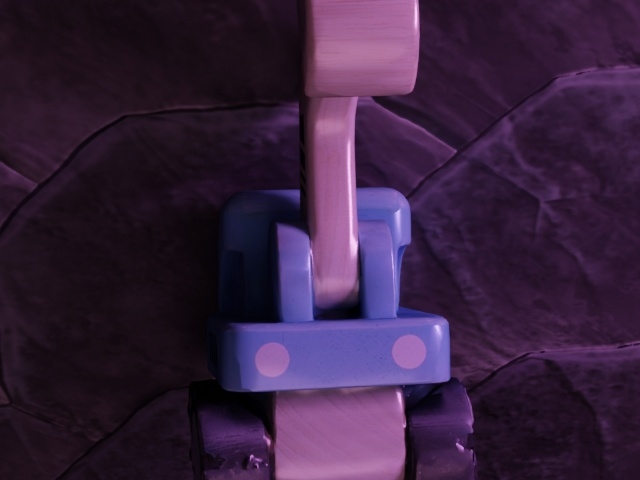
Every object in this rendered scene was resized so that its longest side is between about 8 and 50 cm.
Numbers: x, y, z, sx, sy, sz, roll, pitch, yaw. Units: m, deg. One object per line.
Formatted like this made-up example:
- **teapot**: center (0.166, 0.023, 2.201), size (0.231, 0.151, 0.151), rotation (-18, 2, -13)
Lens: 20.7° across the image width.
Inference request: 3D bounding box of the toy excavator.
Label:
- **toy excavator**: center (0.000, 0.000, 1.401), size (0.222, 0.445, 0.433), rotation (-3, 180, -7)
